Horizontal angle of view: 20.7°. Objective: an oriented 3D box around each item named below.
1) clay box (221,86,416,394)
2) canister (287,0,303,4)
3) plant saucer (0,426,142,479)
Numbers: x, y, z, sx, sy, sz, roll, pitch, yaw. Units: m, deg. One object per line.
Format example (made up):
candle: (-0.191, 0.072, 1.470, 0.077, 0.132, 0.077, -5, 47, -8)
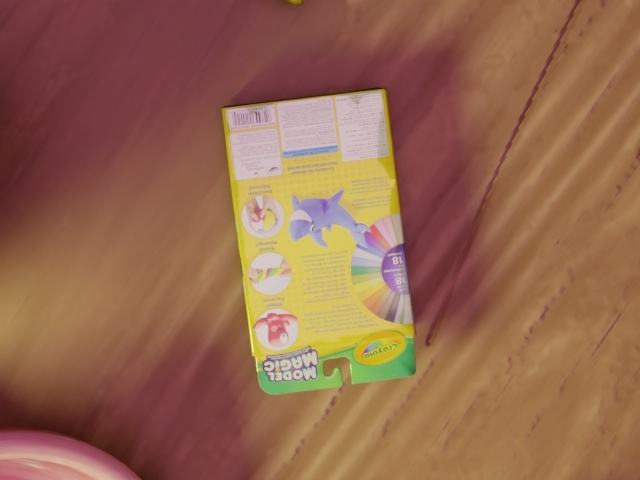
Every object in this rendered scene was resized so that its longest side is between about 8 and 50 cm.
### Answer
clay box: (0.000, 0.000, 1.343, 0.127, 0.053, 0.222, -7, 96, -3)
canister: (-0.019, -0.277, 1.311, 0.126, 0.073, 0.170, 32, 94, -5)
plant saucer: (-0.255, 0.291, 1.280, 0.332, 0.084, 0.332, -8, 104, -34)
